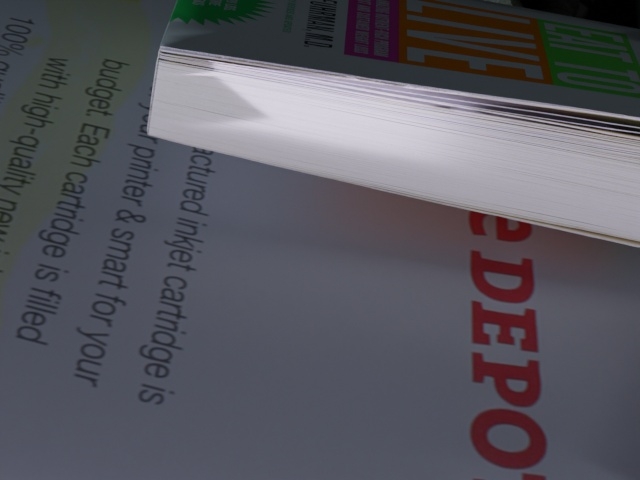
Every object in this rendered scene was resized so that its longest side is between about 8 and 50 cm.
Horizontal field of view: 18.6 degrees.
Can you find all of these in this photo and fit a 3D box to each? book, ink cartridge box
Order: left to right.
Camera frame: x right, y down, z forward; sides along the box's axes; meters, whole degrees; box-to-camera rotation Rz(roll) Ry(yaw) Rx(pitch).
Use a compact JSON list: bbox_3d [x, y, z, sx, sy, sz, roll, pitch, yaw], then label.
[{"bbox_3d":[-0.103,0.048,0.532,0.279,0.384,0.160,-83,0,-57],"label":"ink cartridge box"},{"bbox_3d":[0.032,-0.041,0.514,0.096,0.144,0.035,-85,5,-65],"label":"book"}]

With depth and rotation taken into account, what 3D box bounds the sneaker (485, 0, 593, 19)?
[{"bbox_3d":[0.081,-0.190,0.746,0.182,0.158,0.410,-17,56,53],"label":"sneaker"}]
